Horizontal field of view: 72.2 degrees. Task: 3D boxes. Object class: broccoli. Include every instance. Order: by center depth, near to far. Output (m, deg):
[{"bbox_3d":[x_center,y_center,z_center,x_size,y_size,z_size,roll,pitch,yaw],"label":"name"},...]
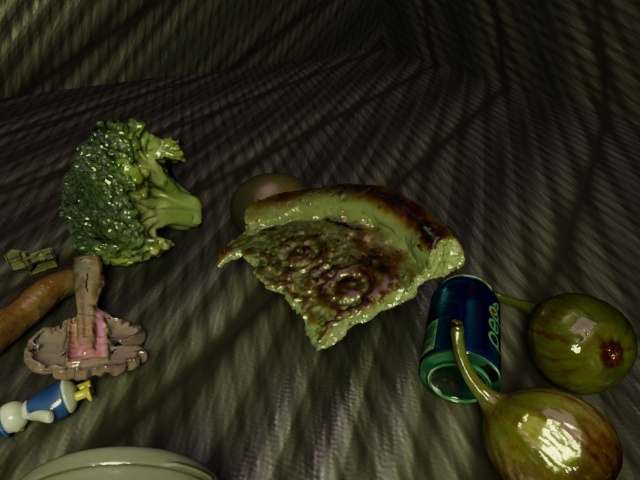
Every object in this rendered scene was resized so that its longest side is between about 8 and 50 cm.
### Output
[{"bbox_3d":[-0.390,-0.102,0.963,0.281,0.293,0.348,19,24,-52],"label":"broccoli"}]

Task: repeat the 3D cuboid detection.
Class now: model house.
[{"bbox_3d":[-0.606,0.036,0.922,0.083,0.057,0.058,-23,45,-27],"label":"model house"}]

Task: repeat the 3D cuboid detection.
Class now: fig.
[{"bbox_3d":[0.237,0.208,0.544,0.149,0.149,0.245,-32,71,-37],"label":"fig"},{"bbox_3d":[0.387,0.150,0.734,0.152,0.151,0.259,-6,8,-8],"label":"fig"}]

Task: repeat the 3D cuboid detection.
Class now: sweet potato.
[{"bbox_3d":[-0.561,0.151,0.717,0.109,0.109,0.385,22,35,29],"label":"sweet potato"}]

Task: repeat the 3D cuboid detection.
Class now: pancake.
[{"bbox_3d":[0.005,-0.003,0.747,0.305,0.066,0.427,-39,45,-21],"label":"pancake"}]

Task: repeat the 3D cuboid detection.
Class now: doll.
[{"bbox_3d":[-0.402,0.238,0.626,0.143,0.057,0.099,-18,17,-23],"label":"doll"}]

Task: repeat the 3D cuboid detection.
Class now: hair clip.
[{"bbox_3d":[-0.393,0.132,0.748,0.173,0.069,0.300,-1,32,-27],"label":"hair clip"}]

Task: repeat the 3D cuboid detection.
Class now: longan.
[{"bbox_3d":[-0.110,-0.070,0.986,0.190,0.189,0.189,0,34,0],"label":"longan"}]

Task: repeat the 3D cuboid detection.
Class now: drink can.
[{"bbox_3d":[0.226,0.150,0.702,0.118,0.118,0.204,11,37,15],"label":"drink can"}]

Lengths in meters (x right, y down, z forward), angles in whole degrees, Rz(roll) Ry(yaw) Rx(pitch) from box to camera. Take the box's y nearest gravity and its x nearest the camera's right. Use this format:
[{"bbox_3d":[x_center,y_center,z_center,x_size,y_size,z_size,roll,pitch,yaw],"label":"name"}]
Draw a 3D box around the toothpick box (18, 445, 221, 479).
[{"bbox_3d":[-0.170,0.359,0.335,0.229,0.228,0.316,-6,37,-8],"label":"toothpick box"}]
